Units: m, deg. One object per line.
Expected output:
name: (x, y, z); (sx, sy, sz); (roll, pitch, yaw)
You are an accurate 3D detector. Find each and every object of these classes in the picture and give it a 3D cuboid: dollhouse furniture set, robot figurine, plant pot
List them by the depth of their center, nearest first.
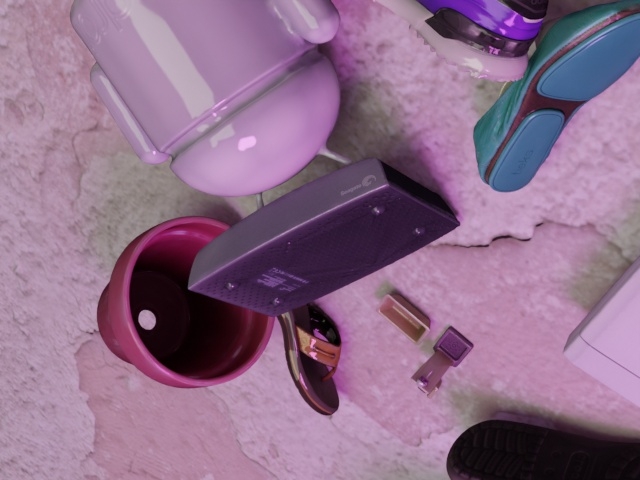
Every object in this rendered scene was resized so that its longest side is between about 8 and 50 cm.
robot figurine: (-0.115, -0.191, 1.161); (0.300, 0.200, 0.353); (-31, 96, 39)
dollhouse furniture set: (0.092, 0.128, 1.283); (0.114, 0.081, 0.091); (40, 132, 9)
plant pot: (-0.183, 0.083, 1.393); (0.180, 0.201, 0.201); (-18, 105, 56)

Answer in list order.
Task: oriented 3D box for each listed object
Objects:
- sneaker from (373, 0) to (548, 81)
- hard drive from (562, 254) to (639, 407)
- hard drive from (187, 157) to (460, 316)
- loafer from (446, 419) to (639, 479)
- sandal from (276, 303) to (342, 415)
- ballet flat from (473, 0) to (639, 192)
sneaker: (0.094, -0.275, 1.014); (0.293, 0.102, 0.146); (40, 131, 27)
hard drive: (0.408, 0.054, 1.013); (0.233, 0.047, 0.353); (33, 131, 3)
hard drive: (0.000, 0.000, 1.202); (0.255, 0.172, 0.054); (-27, 62, 26)
loafer: (0.315, 0.290, 1.204); (0.366, 0.134, 0.130); (13, 135, 33)
sandal: (-0.008, 0.110, 1.359); (0.060, 0.090, 0.219); (-11, 103, 16)
ballet flat: (0.207, -0.148, 1.034); (0.247, 0.083, 0.087); (-57, 39, 46)
